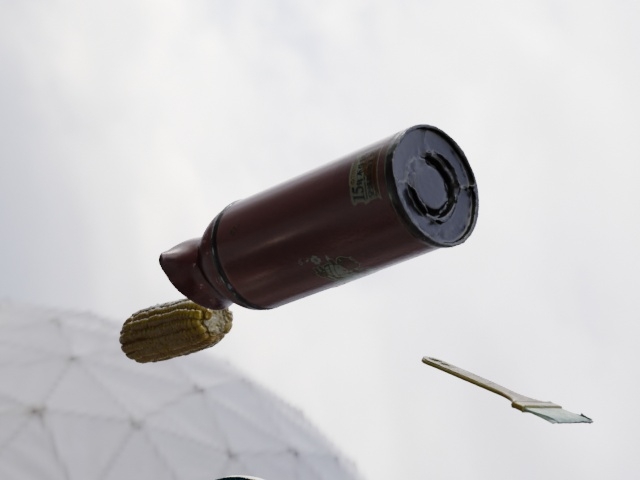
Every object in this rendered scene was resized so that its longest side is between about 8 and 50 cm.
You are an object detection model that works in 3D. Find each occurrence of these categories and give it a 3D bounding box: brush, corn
[{"bbox_3d":[0.195,0.165,1.911,0.218,0.082,0.010,20,-82,40],"label":"brush"},{"bbox_3d":[-0.168,0.101,1.993,0.207,0.068,0.068,-19,-96,53],"label":"corn"}]

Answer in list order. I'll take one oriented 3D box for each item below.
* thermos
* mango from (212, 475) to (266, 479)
[{"bbox_3d":[-0.005,-0.007,1.592,0.330,0.136,0.109,-21,-92,43],"label":"thermos"},{"bbox_3d":[-0.115,0.330,1.963,0.233,0.125,0.111,-12,-80,39],"label":"mango"}]
